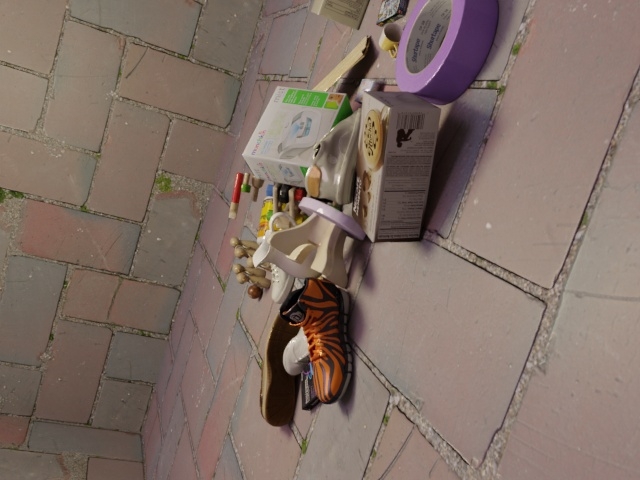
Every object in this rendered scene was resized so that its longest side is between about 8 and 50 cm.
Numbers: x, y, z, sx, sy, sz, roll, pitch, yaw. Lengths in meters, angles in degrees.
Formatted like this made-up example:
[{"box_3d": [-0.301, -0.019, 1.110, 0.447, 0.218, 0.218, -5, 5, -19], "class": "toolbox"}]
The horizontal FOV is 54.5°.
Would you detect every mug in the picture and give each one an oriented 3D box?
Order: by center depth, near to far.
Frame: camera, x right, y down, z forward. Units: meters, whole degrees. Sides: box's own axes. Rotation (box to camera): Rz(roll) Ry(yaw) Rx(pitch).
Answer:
[{"box_3d": [0.190, -0.551, 1.721, 0.064, 0.062, 0.078, 137, 149, -67], "class": "mug"}]

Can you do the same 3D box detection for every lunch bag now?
[{"box_3d": [0.136, -0.422, 1.780, 0.083, 0.053, 0.071, -126, 55, -75], "class": "lunch bag"}]

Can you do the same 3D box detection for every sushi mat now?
[{"box_3d": [0.036, -0.514, 1.964, 0.316, 0.019, 0.151, -38, 21, 32], "class": "sushi mat"}]

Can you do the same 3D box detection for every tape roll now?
[{"box_3d": [0.276, -0.450, 1.398, 0.275, 0.090, 0.275, -166, 90, -68], "class": "tape roll"}]

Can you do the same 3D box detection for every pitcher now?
[{"box_3d": [-0.071, 0.019, 1.802, 0.125, 0.207, 0.178, -123, 51, -62], "class": "pitcher"}]

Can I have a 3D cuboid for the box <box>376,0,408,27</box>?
[{"box_3d": [0.210, -0.678, 1.791, 0.137, 0.027, 0.094, -169, 94, -69], "class": "box"}]

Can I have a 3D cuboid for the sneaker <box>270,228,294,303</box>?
[{"box_3d": [-0.143, 0.063, 2.077, 0.106, 0.123, 0.290, 10, 87, 67], "class": "sneaker"}]

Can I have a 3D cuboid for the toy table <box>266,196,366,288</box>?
[{"box_3d": [0.000, 0.000, 1.637, 0.161, 0.252, 0.274, -59, 12, -5], "class": "toy table"}]

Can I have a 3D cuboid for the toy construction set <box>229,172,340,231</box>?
[{"box_3d": [-0.129, -0.066, 1.912, 0.257, 0.308, 0.237, -134, 56, -75], "class": "toy construction set"}]

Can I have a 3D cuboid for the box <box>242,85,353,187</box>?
[{"box_3d": [-0.057, -0.294, 1.781, 0.262, 0.231, 0.127, -66, -25, -22], "class": "box"}]

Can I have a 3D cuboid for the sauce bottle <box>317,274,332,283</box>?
[{"box_3d": [-0.005, 0.130, 1.793, 0.128, 0.042, 0.042, -35, 45, 57], "class": "sauce bottle"}]

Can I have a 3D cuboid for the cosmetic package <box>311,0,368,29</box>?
[{"box_3d": [0.095, -0.863, 2.034, 0.129, 0.153, 0.296, -120, 49, -63], "class": "cosmetic package"}]

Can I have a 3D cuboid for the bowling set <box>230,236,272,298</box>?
[{"box_3d": [-0.265, 0.119, 2.298, 0.287, 0.154, 0.200, -142, 68, -68], "class": "bowling set"}]

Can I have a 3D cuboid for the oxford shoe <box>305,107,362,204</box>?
[{"box_3d": [0.051, -0.236, 1.616, 0.449, 0.130, 0.169, -70, -15, -56], "class": "oxford shoe"}]

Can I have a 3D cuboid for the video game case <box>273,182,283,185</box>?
[{"box_3d": [-0.123, -0.345, 2.422, 0.274, 0.026, 0.196, -55, 29, 41], "class": "video game case"}]

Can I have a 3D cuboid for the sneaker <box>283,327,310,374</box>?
[{"box_3d": [-0.037, 0.304, 1.728, 0.212, 0.080, 0.094, -65, 33, 21], "class": "sneaker"}]

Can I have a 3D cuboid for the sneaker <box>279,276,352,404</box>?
[{"box_3d": [-0.022, 0.239, 1.549, 0.124, 0.180, 0.321, -32, 46, 37], "class": "sneaker"}]

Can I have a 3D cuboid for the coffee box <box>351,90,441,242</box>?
[{"box_3d": [0.158, -0.162, 1.362, 0.168, 0.118, 0.297, -122, 33, -60], "class": "coffee box"}]

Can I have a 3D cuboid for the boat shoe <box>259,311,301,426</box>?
[{"box_3d": [-0.125, 0.368, 1.845, 0.123, 0.123, 0.342, 169, 108, -65], "class": "boat shoe"}]

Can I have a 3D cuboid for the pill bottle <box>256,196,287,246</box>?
[{"box_3d": [-0.158, -0.042, 2.184, 0.117, 0.117, 0.215, 153, 128, -63], "class": "pill bottle"}]

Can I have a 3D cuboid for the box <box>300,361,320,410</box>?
[{"box_3d": [-0.009, 0.372, 1.666, 0.162, 0.029, 0.116, 126, 150, -45], "class": "box"}]
